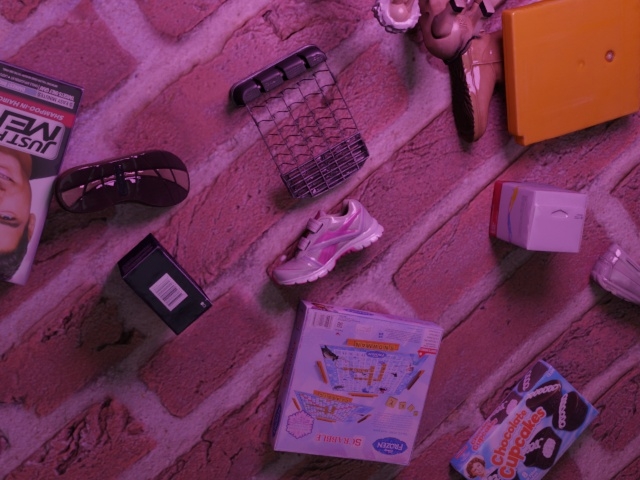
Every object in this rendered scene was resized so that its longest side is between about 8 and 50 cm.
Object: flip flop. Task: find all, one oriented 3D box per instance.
[{"bbox_3d":[-0.372,-0.107,1.626,0.277,0.080,0.112,-14,103,-36],"label":"flip flop"}]

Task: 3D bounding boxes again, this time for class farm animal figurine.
[{"bbox_3d":[0.243,-0.472,1.690,0.330,0.172,0.327,14,53,-17],"label":"farm animal figurine"}]

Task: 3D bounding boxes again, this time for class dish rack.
[{"bbox_3d":[-0.031,-0.229,1.724,0.208,0.074,0.271,-30,109,-7],"label":"dish rack"}]

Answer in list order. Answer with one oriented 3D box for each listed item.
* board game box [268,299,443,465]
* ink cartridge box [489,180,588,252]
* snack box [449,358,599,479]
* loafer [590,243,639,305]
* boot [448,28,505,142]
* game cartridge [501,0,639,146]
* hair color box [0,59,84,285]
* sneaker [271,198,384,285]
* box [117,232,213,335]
[{"bbox_3d":[0.075,0.309,1.859,0.318,0.066,0.318,12,97,-18],"label":"board game box"},{"bbox_3d":[0.459,-0.053,1.839,0.128,0.176,0.127,3,100,-16],"label":"ink cartridge box"},{"bbox_3d":[0.472,0.455,2.003,0.187,0.060,0.322,43,88,-18],"label":"snack box"},{"bbox_3d":[0.773,0.111,1.995,0.319,0.112,0.111,25,101,-18],"label":"loafer"},{"bbox_3d":[0.413,-0.342,1.818,0.269,0.089,0.236,-12,104,-15],"label":"boot"},{"bbox_3d":[0.524,-0.367,1.794,0.323,0.052,0.285,-17,115,-18],"label":"game cartridge"},{"bbox_3d":[-0.571,-0.126,1.567,0.185,0.113,0.374,16,96,-18],"label":"hair color box"},{"bbox_3d":[0.000,0.000,1.768,0.252,0.103,0.111,-34,104,-14],"label":"sneaker"},{"bbox_3d":[-0.300,0.082,1.659,0.093,0.158,0.156,-42,108,-5],"label":"box"}]
